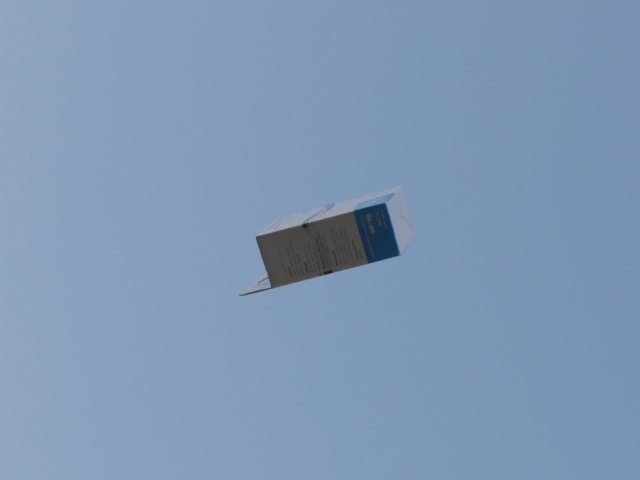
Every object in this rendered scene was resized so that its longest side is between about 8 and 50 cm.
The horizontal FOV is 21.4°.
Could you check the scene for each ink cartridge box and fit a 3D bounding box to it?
[{"bbox_3d":[0.000,0.000,1.773,0.180,0.104,0.060,-15,-82,14],"label":"ink cartridge box"}]
